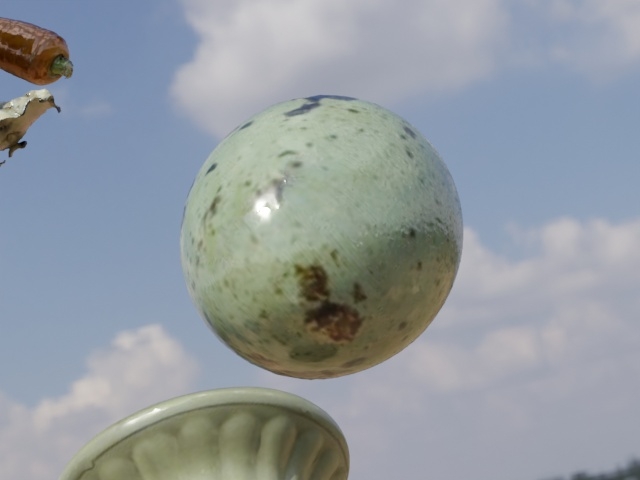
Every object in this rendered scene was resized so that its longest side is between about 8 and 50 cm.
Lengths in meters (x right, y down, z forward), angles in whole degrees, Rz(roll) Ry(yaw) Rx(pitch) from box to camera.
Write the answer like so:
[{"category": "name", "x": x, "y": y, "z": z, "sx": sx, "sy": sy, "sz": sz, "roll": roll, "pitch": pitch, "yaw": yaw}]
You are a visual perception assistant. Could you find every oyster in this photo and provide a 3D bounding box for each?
[{"category": "oyster", "x": -0.408, "y": -0.134, "z": 2.255, "sx": 0.133, "sy": 0.072, "sz": 0.209, "roll": -31, "pitch": -6, "yaw": -41}]

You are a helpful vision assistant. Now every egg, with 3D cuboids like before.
[{"category": "egg", "x": 0.000, "y": 0.000, "z": 1.874, "sx": 0.287, "sy": 0.288, "sz": 0.379, "roll": -16, "pitch": 17, "yaw": 21}]

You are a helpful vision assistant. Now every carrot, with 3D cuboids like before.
[{"category": "carrot", "x": -0.375, "y": -0.222, "z": 1.975, "sx": 0.256, "sy": 0.061, "sz": 0.061, "roll": 19, "pitch": -2, "yaw": 15}]

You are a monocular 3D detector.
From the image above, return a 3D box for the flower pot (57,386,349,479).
[{"category": "flower pot", "x": -0.054, "y": 0.247, "z": 1.203, "sx": 0.307, "sy": 0.244, "sz": 0.307, "roll": -12, "pitch": -42, "yaw": -11}]
